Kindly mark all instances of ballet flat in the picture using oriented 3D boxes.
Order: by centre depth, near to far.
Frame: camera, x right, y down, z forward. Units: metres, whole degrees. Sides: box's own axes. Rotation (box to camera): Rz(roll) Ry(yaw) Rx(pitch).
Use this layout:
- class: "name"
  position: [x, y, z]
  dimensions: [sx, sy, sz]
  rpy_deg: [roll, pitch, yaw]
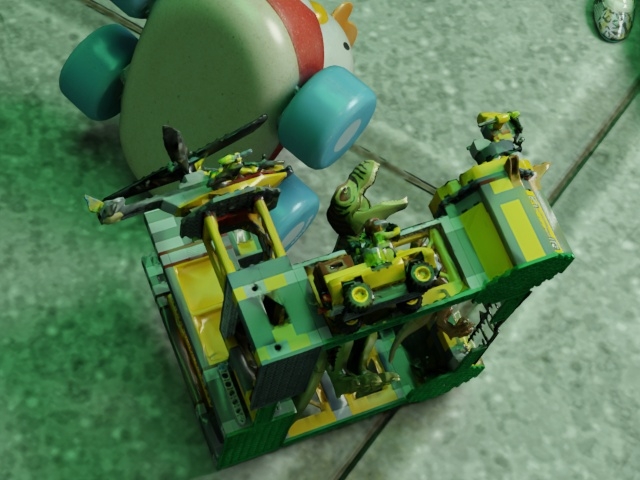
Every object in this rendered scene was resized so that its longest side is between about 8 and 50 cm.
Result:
- class: "ballet flat"
  position: [0.283, -0.237, 1.286]
  dimensions: [0.041, 0.041, 0.114]
  rpy_deg: [14, 50, 4]

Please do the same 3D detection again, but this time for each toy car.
- class: "toy car"
  position: [-0.037, -0.144, 1.070]
  dimensions: [0.219, 0.210, 0.238]
  rpy_deg: [40, 43, 11]

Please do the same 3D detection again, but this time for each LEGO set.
- class: "LEGO set"
  position: [0.000, 0.000, 0.869]
  dimensions: [0.255, 0.331, 0.192]
  rpy_deg: [-20, 72, -7]
